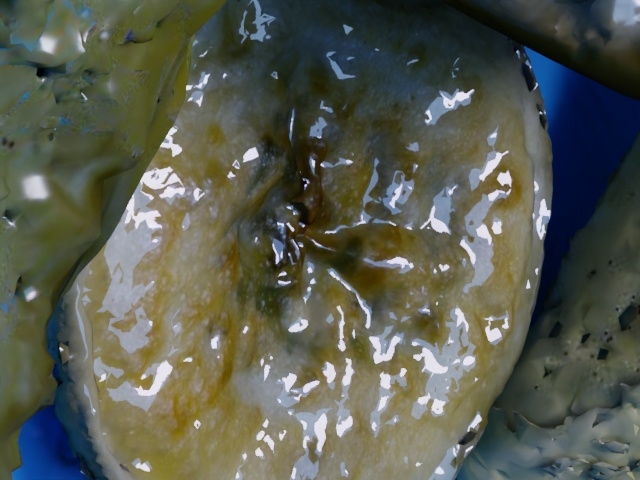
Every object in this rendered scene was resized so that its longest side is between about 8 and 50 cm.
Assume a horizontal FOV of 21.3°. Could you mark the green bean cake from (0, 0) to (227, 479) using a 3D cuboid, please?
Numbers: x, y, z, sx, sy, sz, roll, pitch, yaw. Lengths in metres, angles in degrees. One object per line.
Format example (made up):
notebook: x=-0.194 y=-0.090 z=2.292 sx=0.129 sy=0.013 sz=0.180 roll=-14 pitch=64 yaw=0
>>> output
green bean cake: x=-0.097 y=-0.077 z=0.395 sx=0.202 sy=0.285 sz=0.310 roll=22 pitch=82 yaw=-50

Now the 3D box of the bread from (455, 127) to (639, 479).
bread: x=0.212 y=0.004 z=0.828 sx=0.248 sy=0.315 sz=0.279 roll=37 pitch=37 yaw=-45

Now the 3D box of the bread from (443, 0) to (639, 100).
bread: x=0.136 y=-0.166 z=0.596 sx=0.279 sy=0.250 sz=0.225 roll=-69 pitch=179 yaw=-62

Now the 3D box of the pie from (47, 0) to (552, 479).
pie: x=0.000 y=0.000 z=0.667 sx=0.274 sy=0.055 sz=0.274 roll=-8 pitch=101 yaw=-45
